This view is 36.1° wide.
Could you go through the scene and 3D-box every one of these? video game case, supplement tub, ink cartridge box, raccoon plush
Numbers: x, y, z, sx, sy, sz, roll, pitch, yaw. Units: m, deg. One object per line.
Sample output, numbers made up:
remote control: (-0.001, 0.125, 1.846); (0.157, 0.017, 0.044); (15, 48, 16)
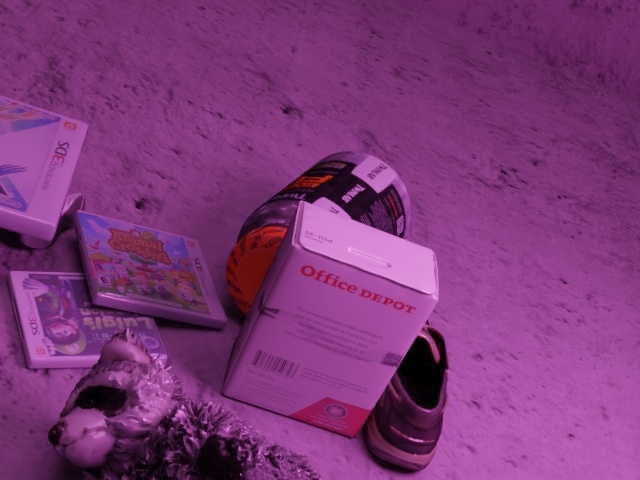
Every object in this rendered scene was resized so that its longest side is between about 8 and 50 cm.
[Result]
video game case: (-0.324, 0.108, 1.365); (0.190, 0.022, 0.173); (3, 39, -32)
supplement tub: (0.000, 0.000, 1.571); (0.207, 0.207, 0.338); (32, 32, 9)
video game case: (-0.519, -0.140, 1.418); (0.329, 0.036, 0.300); (17, 32, -14)
video game case: (-0.255, 0.043, 1.469); (0.212, 0.023, 0.193); (15, 32, -34)
ink cartridge box: (0.012, 0.113, 1.347); (0.207, 0.283, 0.117); (21, 33, -9)
raccoon plush: (-0.116, 0.290, 1.180); (0.446, 0.216, 0.299); (37, 4, -42)

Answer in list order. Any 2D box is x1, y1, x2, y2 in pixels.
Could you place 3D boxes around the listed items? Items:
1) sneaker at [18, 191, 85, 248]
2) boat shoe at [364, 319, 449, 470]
sneaker: (-0.416, -0.033, 1.482); (0.061, 0.053, 0.152); (16, 28, 12)
boat shoe: (0.142, 0.181, 1.483); (0.132, 0.130, 0.355); (18, 33, -14)
